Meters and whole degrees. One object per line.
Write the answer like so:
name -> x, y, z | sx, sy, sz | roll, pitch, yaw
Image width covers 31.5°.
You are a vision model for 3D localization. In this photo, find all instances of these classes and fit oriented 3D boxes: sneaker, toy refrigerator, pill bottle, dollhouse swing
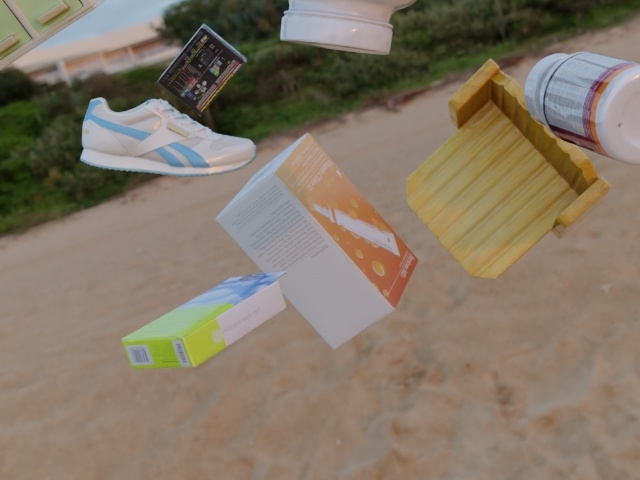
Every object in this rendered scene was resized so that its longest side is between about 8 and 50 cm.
sneaker -> -0.195, -0.135, 1.482 | 0.229, 0.092, 0.087 | 4, 11, -12
toy refrigerator -> -0.428, -0.312, 1.582 | 0.269, 0.102, 0.094 | -25, 21, 24
pill bottle -> 0.037, -0.373, 1.244 | 0.181, 0.323, 0.181 | 7, 8, -1
pill bottle -> 0.352, -0.174, 1.436 | 0.121, 0.121, 0.221 | -20, 20, -11
dollhouse swing -> 0.349, -0.117, 2.320 | 0.305, 0.347, 0.315 | -40, -11, 2

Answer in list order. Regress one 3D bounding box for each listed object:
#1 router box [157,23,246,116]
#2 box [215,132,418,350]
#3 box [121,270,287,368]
router box -> -0.193, -0.279, 1.859 | 0.122, 0.092, 0.038 | -48, 14, 13
box -> 0.000, 0.000, 2.194 | 0.168, 0.345, 0.215 | -36, 10, 29
box -> -0.123, 0.089, 1.283 | 0.109, 0.042, 0.178 | -7, 16, 43
